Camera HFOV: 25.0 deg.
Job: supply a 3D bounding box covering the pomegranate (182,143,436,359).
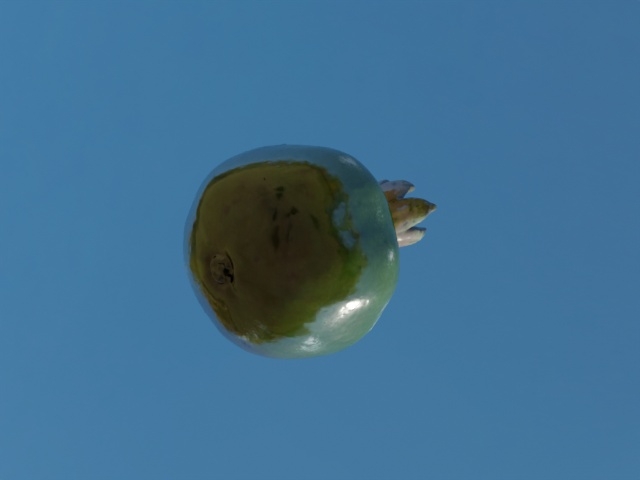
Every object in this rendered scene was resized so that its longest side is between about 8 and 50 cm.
[{"bbox_3d":[-0.001,0.000,1.198,0.187,0.225,0.187,23,-59,43],"label":"pomegranate"}]
